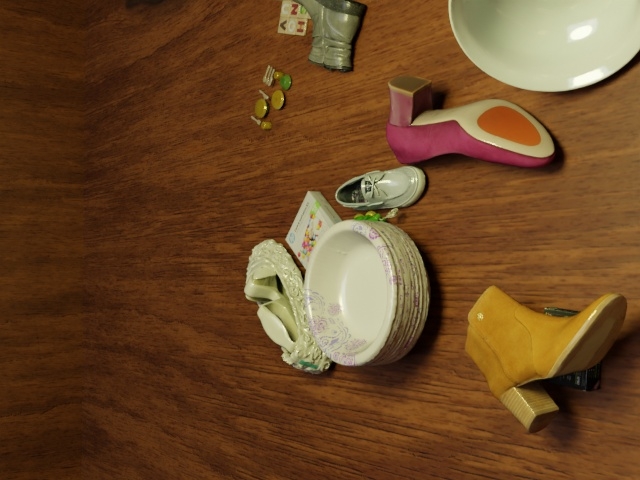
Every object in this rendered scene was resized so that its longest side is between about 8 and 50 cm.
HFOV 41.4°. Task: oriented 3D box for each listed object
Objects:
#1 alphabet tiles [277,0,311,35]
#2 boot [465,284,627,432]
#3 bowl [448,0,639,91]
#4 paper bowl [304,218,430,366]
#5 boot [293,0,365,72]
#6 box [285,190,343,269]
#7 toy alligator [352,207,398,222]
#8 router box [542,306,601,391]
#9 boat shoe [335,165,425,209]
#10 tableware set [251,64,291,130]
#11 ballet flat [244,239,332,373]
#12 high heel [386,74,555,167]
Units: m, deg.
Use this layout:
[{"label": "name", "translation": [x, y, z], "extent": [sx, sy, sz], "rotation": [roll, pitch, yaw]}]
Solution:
[{"label": "alphabet tiles", "translation": [-0.051, -0.612, 2.022], "extent": [0.198, 0.009, 0.237], "rotation": [24, 107, 51]}, {"label": "boot", "translation": [0.331, 0.136, 1.327], "extent": [0.211, 0.104, 0.295], "rotation": [56, 136, 40]}, {"label": "bowl", "translation": [0.353, -0.384, 1.289], "extent": [0.298, 0.298, 0.134], "rotation": [-38, 26, 47]}, {"label": "paper bowl", "translation": [0.104, 0.102, 1.666], "extent": [0.284, 0.148, 0.284], "rotation": [-3, 86, 54]}, {"label": "boot", "translation": [-0.007, -0.473, 1.892], "extent": [0.246, 0.083, 0.161], "rotation": [35, 117, 43]}, {"label": "box", "translation": [0.000, 0.000, 1.905], "extent": [0.186, 0.038, 0.145], "rotation": [55, 130, 40]}, {"label": "toy alligator", "translation": [0.106, -0.027, 1.754], "extent": [0.189, 0.056, 0.051], "rotation": [-12, 121, 52]}, {"label": "router box", "translation": [0.400, 0.172, 1.351], "extent": [0.092, 0.038, 0.123], "rotation": [7, 94, 53]}, {"label": "boat shoe", "translation": [0.115, -0.101, 1.714], "extent": [0.227, 0.081, 0.079], "rotation": [-13, 78, 53]}, {"label": "tableware set", "translation": [-0.118, -0.348, 2.094], "extent": [0.104, 0.024, 0.154], "rotation": [43, 121, 42]}, {"label": "ballet flat", "translation": [-0.096, 0.137, 1.952], "extent": [0.409, 0.147, 0.147], "rotation": [55, 130, 40]}, {"label": "high heel", "translation": [0.266, -0.167, 1.529], "extent": [0.377, 0.127, 0.181], "rotation": [37, 147, 43]}]
